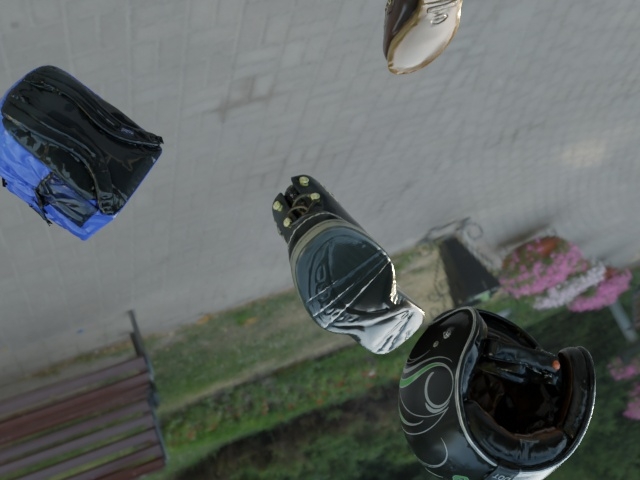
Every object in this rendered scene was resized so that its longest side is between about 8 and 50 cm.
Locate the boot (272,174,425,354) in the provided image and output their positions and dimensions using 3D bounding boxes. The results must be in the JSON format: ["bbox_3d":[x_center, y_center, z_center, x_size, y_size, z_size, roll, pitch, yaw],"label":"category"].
[{"bbox_3d":[-0.001,0.002,0.802,0.085,0.178,0.236,-39,147,3],"label":"boot"}]

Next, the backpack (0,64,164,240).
[{"bbox_3d":[-0.209,-0.067,0.683,0.101,0.120,0.098,-31,-154,40],"label":"backpack"}]

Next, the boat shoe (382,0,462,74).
[{"bbox_3d":[0.105,-0.249,0.868,0.073,0.073,0.207,-14,161,-17],"label":"boat shoe"}]

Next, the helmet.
[{"bbox_3d":[0.147,0.138,0.761,0.170,0.169,0.161,-18,172,-17],"label":"helmet"}]
